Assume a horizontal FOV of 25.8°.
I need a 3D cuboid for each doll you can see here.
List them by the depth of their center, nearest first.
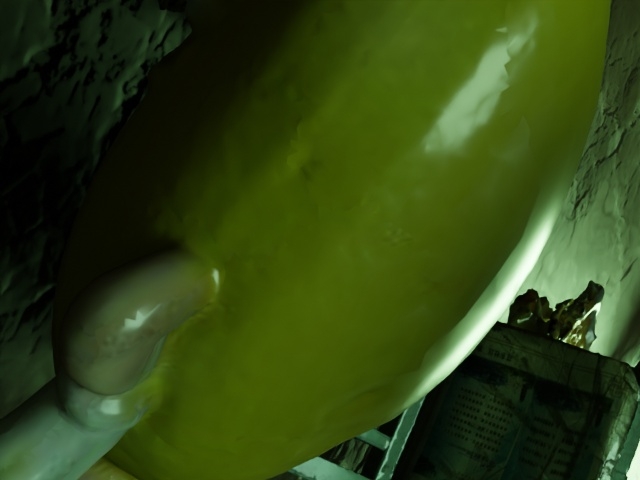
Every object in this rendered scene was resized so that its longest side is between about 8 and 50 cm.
[{"bbox_3d":[-0.024,0.027,0.586,0.423,0.161,0.348,-50,171,-4],"label":"doll"}]

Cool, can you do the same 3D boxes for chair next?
[{"bbox_3d":[0.107,0.117,0.804,0.270,0.147,0.136,32,78,-41],"label":"chair"}]

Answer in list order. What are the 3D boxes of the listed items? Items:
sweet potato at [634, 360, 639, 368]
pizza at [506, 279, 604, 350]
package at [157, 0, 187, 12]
[{"bbox_3d":[0.295,0.120,1.237,0.214,0.050,0.050,-34,137,-32],"label":"sweet potato"},{"bbox_3d":[0.088,0.167,0.954,0.251,0.074,0.287,-8,113,-51],"label":"pizza"},{"bbox_3d":[0.018,-0.188,0.595,0.226,0.090,0.168,-21,127,-41],"label":"package"}]
